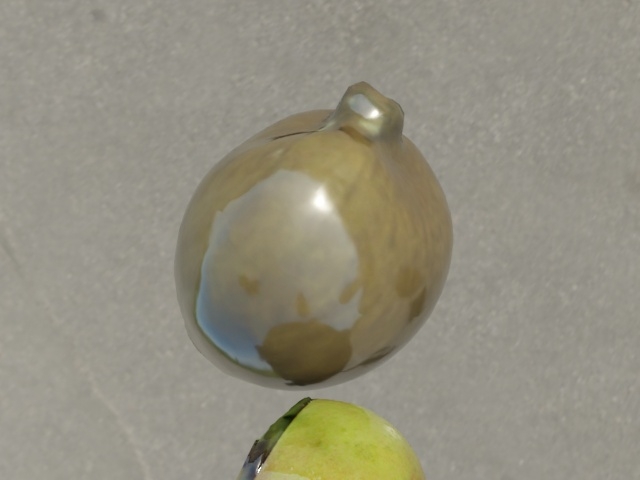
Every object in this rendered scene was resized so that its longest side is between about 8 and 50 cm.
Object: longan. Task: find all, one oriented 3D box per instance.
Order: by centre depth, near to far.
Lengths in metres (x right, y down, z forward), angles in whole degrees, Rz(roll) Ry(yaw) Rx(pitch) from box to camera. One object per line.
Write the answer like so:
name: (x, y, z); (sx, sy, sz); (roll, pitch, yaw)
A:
longan: (0.000, 0.000, 1.212); (0.243, 0.300, 0.300); (27, 126, 5)

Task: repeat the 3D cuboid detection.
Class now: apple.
apple: (0.011, 0.237, 1.125); (0.174, 0.188, 0.207); (-6, 112, 43)
